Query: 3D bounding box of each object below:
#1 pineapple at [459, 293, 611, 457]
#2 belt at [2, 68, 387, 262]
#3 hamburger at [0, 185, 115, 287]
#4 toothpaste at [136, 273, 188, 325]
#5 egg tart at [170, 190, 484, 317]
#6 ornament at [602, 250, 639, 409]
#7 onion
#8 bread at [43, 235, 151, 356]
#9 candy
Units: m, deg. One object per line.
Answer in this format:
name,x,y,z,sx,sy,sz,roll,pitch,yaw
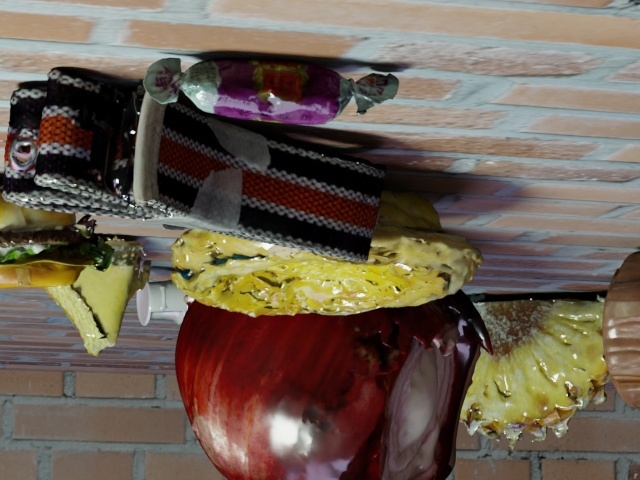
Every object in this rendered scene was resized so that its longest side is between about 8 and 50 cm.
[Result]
pineapple,0.280,0.189,2.542,0.344,0.209,0.286,-4,170,20
belt,-0.084,-0.049,1.455,0.126,0.094,0.359,-1,170,41
hamburger,-0.282,-0.003,1.741,0.189,0.093,0.164,0,179,-29
toothpaste,-0.057,0.068,2.303,0.323,0.066,0.100,-1,173,-20
egg tart,0.000,0.000,1.735,0.291,0.107,0.291,0,166,0
ornament,0.431,0.101,2.015,0.217,0.221,0.235,-2,-162,38
onion,0.004,0.134,1.990,0.341,0.341,0.341,1,171,0
bread,-0.265,0.046,2.076,0.152,0.127,0.147,20,168,-8
candy,-0.032,-0.101,1.288,0.175,0.045,0.043,4,137,-11
